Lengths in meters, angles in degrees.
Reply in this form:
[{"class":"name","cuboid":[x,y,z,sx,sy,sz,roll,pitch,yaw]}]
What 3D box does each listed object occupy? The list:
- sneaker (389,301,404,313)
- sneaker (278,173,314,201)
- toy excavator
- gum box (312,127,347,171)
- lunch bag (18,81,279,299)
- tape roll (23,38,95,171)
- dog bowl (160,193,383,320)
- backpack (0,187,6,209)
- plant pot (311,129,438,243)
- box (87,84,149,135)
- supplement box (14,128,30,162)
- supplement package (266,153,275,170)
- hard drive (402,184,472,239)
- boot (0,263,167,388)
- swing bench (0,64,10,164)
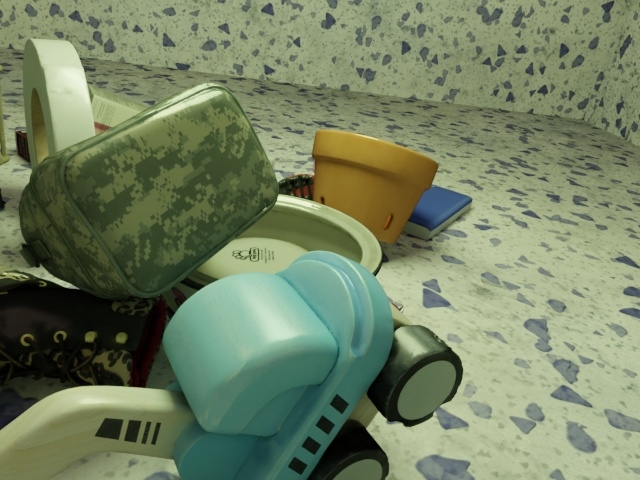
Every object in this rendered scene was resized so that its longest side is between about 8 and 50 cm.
[{"class":"sneaker","cuboid":[0.127,0.127,1.013,0.042,0.067,0.118,10,25,1]},{"class":"sneaker","cuboid":[0.013,-0.135,1.493,0.276,0.097,0.135,-7,4,-1]},{"class":"toy excavator","cuboid":[-0.136,0.177,0.602,0.445,0.433,0.222,26,12,-38]},{"class":"gum box","cuboid":[0.033,-0.292,1.807,0.062,0.107,0.188,14,26,10]},{"class":"lunch bag","cuboid":[-0.248,-0.066,0.790,0.256,0.212,0.305,-4,30,44]},{"class":"tape roll","cuboid":[-0.518,-0.196,1.100,0.072,0.392,0.392,-8,30,-33]},{"class":"dog bowl","cuboid":[-0.101,0.055,0.995,0.408,0.150,0.408,7,26,-4]},{"class":"backpack","cuboid":[-0.741,-0.091,1.163,0.114,0.084,0.105,3,24,-7]},{"class":"plant pot","cuboid":[0.101,-0.115,1.284,0.291,0.203,0.291,17,3,-1]},{"class":"box","cuboid":[-0.562,-0.332,1.594,0.232,0.127,0.148,17,16,-34]},{"class":"supplement box","cuboid":[-0.699,-0.237,1.492,0.239,0.073,0.130,27,30,34]},{"class":"supplement package","cuboid":[-0.223,-0.175,1.483,0.105,0.105,0.179,29,32,34]},{"class":"hard drive","cuboid":[0.272,-0.098,1.559,0.210,0.040,0.319,22,29,26]},{"class":"boot","cuboid":[-0.381,0.156,0.720,0.284,0.138,0.377,8,20,-2]},{"class":"swing bench","cuboid":[-0.856,-0.271,1.301,0.165,0.253,0.254,2,27,-15]}]
